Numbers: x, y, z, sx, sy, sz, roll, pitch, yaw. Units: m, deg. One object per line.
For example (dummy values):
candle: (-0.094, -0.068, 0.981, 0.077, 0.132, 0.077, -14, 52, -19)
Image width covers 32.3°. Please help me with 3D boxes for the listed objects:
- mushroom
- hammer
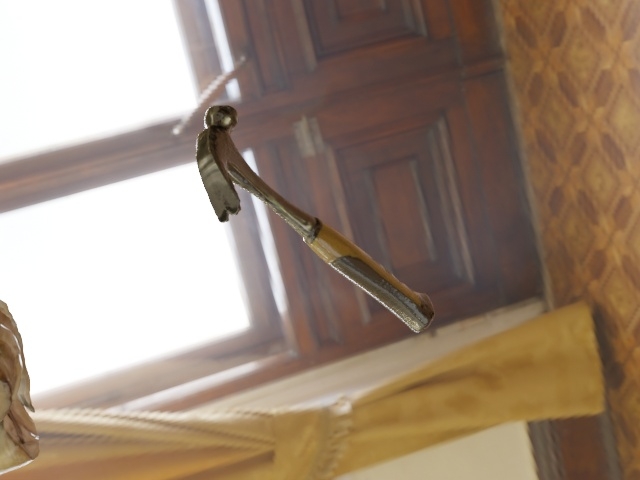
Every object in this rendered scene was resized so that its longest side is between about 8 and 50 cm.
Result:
mushroom: (-0.383, 0.132, 1.077, 0.195, 0.189, 0.254, -131, 25, -66)
hammer: (0.000, 0.000, 0.682, 0.201, 0.021, 0.078, 39, -146, -28)
